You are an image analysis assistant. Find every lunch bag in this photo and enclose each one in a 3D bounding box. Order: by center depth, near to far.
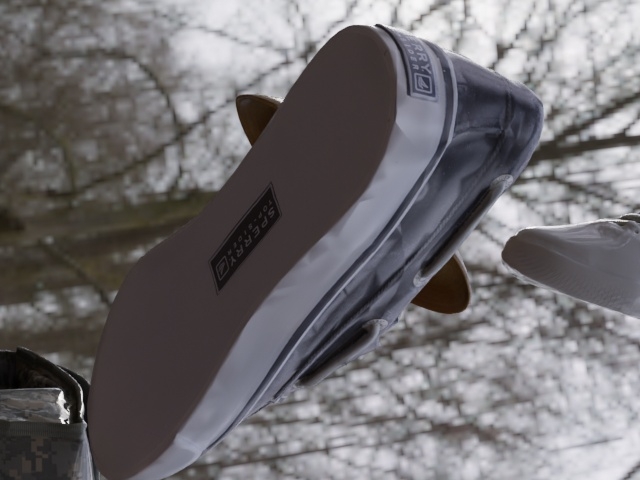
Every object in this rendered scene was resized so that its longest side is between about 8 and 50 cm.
[{"bbox_3d":[-0.275,0.231,1.366,0.287,0.169,0.235,-141,-127,-76],"label":"lunch bag"}]

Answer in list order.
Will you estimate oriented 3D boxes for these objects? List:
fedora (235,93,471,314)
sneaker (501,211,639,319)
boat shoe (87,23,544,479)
[{"bbox_3d":[0.000,0.000,0.916,0.194,0.079,0.194,38,-14,12],"label":"fedora"},{"bbox_3d":[0.200,0.001,0.895,0.080,0.212,0.094,25,-77,65],"label":"sneaker"},{"bbox_3d":[-0.010,0.021,0.738,0.301,0.102,0.108,-51,-139,35],"label":"boat shoe"}]
